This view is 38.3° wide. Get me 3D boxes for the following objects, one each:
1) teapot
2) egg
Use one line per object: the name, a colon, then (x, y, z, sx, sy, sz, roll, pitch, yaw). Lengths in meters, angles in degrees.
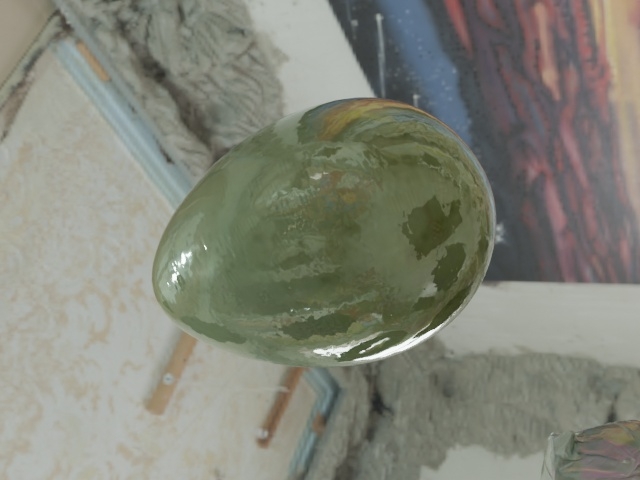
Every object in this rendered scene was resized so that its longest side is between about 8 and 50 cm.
teapot: (0.313, 0.282, 0.981, 0.222, 0.178, 0.163, 80, -162, -54)
egg: (0.000, 0.000, 0.771, 0.218, 0.295, 0.219, -16, -90, -89)
